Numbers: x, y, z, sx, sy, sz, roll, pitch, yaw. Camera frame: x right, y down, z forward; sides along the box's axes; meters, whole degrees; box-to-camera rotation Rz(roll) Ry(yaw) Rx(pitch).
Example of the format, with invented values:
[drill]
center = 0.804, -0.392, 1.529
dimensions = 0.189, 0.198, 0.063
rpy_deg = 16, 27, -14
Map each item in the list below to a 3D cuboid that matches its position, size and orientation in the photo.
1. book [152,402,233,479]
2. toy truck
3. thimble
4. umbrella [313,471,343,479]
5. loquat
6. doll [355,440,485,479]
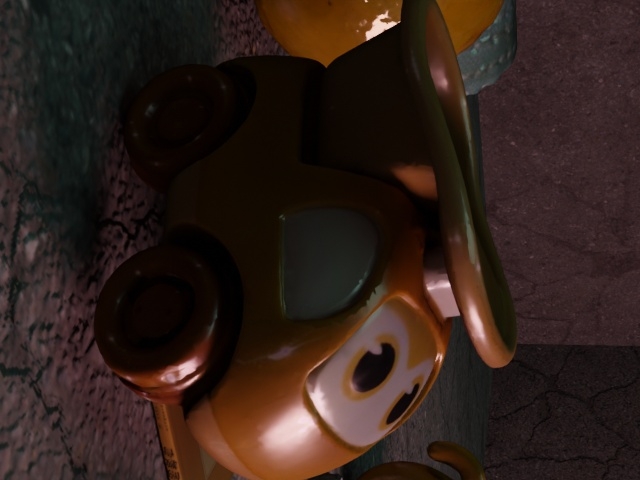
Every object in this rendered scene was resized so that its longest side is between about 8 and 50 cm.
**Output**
[book]
center = -0.086, 0.111, 0.665
dimensions = 0.118, 0.012, 0.172
rpy_deg = -60, 146, -63
[toy truck]
center = 0.000, 0.000, 0.586
dimensions = 0.204, 0.212, 0.287
rpy_deg = 53, 31, -57
[thimble]
center = 0.140, -0.273, 1.186
dimensions = 0.235, 0.198, 0.143
rpy_deg = -34, 130, -33
[umbrella]
center = 0.014, 0.332, 0.962
dimensions = 0.046, 0.050, 0.188
rpy_deg = 177, -88, -83
[loquat]
center = 0.041, -0.246, 0.779
dimensions = 0.244, 0.244, 0.243
rpy_deg = -1, 90, -75
[doll]
center = 0.117, 0.365, 1.147
dimensions = 0.269, 0.162, 0.166
rpy_deg = 83, -2, -62
